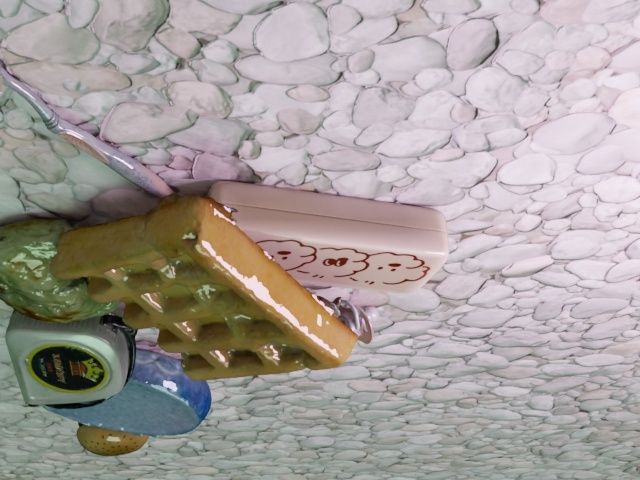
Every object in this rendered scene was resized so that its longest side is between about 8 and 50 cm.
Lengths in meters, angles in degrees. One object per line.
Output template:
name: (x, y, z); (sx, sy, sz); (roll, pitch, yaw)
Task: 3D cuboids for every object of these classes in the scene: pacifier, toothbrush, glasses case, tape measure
pacifier: (0.065, 0.129, 1.625); (0.078, 0.081, 0.099); (-23, -167, -32)
toothbrush: (-0.281, -0.120, 1.141); (0.028, 0.037, 0.375); (-12, 154, 26)
glasses case: (0.000, 0.000, 1.339); (0.337, 0.076, 0.144); (7, 152, -15)
tape measure: (-0.403, 0.188, 1.615); (0.207, 0.115, 0.235); (1, 135, -2)

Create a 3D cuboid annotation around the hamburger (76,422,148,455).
hamburger: (-0.419, 0.363, 1.961); (0.175, 0.136, 0.175); (0, 150, 0)

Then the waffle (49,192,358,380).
waffle: (-0.155, 0.078, 1.307); (0.304, 0.077, 0.348); (-10, 140, 39)

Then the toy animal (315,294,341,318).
toy animal: (-0.097, 0.129, 1.586); (0.255, 0.089, 0.170); (0, 148, -9)

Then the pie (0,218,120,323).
pie: (-0.399, 0.056, 1.412); (0.201, 0.090, 0.248); (-2, 149, 8)

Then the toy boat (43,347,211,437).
toy boat: (-0.364, 0.261, 1.820); (0.330, 0.123, 0.215); (11, 137, -7)
